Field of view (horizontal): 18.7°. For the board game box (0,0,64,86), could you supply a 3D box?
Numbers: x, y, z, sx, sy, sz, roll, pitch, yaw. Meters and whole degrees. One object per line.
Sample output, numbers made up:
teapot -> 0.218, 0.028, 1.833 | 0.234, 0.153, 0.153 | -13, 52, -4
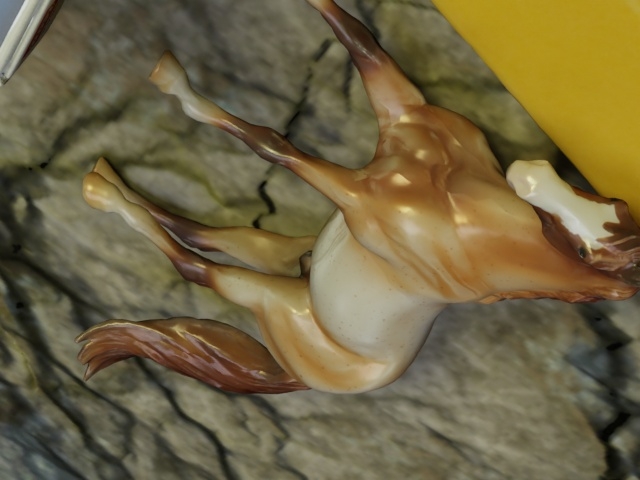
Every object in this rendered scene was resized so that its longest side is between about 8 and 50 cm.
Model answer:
board game box -> -0.092, -0.212, 0.475 | 0.193, 0.053, 0.305 | 30, 115, -6

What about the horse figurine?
horse figurine -> 0.000, 0.000, 0.727 | 0.174, 0.066, 0.263 | 35, 143, -6

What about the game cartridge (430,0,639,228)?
game cartridge -> 0.143, -0.129, 0.546 | 0.285, 0.053, 0.324 | -23, 119, 41
